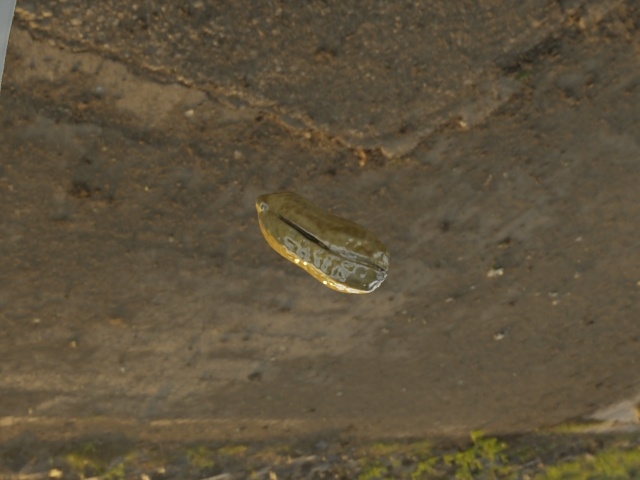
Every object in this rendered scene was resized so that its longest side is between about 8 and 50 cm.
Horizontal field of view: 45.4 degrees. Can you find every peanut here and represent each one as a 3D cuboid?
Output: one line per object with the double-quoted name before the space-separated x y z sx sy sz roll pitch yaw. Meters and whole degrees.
"peanut" 0.000 0.000 0.826 0.080 0.174 0.080 -42 150 -31

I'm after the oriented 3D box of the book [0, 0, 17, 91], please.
"book" -0.450 -0.242 0.895 0.217 0.021 0.310 -39 165 -50
